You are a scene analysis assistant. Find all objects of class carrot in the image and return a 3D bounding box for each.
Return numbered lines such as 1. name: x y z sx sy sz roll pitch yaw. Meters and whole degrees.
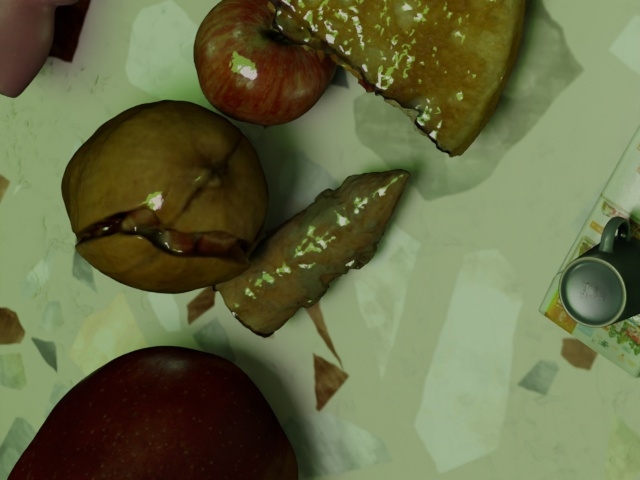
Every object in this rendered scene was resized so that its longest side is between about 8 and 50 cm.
1. carrot: 0.000 0.000 1.652 0.263 0.102 0.102 -40 79 31

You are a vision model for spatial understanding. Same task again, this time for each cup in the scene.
1. cup: 0.266 0.029 1.458 0.078 0.077 0.100 9 104 31

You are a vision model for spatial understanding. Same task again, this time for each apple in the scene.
1. apple: -0.186 0.271 1.712 0.288 0.317 0.288 23 139 22
2. apple: -0.059 -0.187 1.618 0.146 0.146 0.131 55 146 10

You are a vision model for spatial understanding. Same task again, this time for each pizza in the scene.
1. pizza: 0.061 -0.272 1.512 0.277 0.114 0.409 -18 94 11

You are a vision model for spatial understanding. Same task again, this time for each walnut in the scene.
1. walnut: -0.175 -0.045 1.681 0.336 0.209 0.209 6 107 62

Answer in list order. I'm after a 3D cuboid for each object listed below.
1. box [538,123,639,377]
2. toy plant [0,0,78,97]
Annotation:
1. box: 0.305 0.008 1.495 0.122 0.032 0.220 35 118 22
2. toy plant: -0.367 -0.352 1.742 0.317 0.210 0.356 26 101 27
